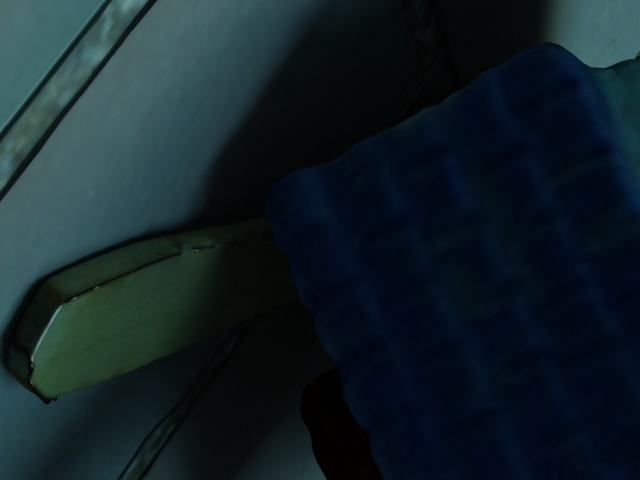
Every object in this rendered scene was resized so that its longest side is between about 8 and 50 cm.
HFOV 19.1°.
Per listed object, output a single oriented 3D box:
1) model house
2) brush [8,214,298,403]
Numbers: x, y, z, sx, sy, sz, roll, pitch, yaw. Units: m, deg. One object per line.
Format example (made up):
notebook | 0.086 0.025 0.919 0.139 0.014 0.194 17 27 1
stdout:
model house | 0.078 0.064 0.680 0.329 0.252 0.295 -22 167 -21
brush | 0.000 0.000 0.694 0.336 0.020 0.085 -18 134 -57
